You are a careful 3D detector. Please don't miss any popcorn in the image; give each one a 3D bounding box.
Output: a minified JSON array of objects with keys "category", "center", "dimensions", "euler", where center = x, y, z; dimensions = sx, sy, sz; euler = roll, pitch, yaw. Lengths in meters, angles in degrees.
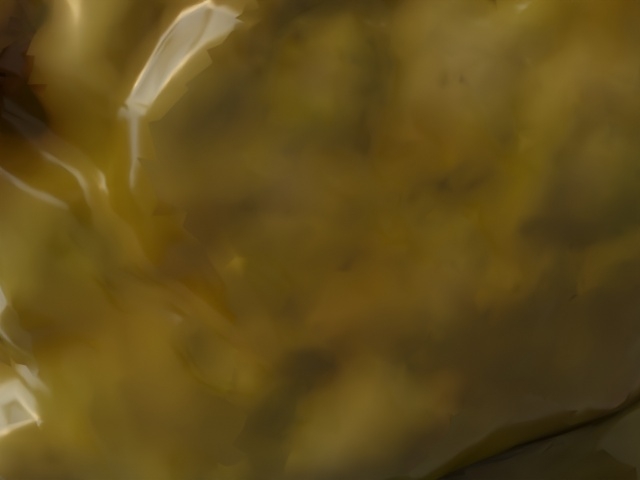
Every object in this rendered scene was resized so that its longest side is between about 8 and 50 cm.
[{"category":"popcorn","center":[0.007,-0.019,0.540],"dimensions":[0.344,0.354,0.390],"euler":[30,-82,-5]}]
